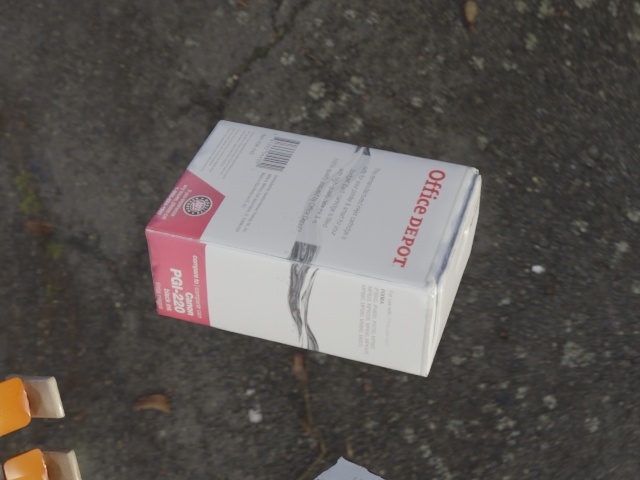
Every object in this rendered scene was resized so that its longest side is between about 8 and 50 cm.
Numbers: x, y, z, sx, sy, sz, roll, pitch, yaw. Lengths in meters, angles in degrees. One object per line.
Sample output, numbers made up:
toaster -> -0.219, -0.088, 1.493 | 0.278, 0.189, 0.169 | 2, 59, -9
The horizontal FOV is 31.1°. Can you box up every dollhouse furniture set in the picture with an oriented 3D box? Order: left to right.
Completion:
dollhouse furniture set -> -0.331, 0.264, 1.027 | 0.135, 0.262, 0.259 | -5, 99, 46

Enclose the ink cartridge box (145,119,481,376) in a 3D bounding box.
ink cartridge box -> 0.000, 0.000, 0.876 | 0.218, 0.158, 0.092 | 11, 130, 14

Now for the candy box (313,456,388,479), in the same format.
candy box -> 0.061, 0.372, 1.445 | 0.196, 0.165, 0.070 | 24, 116, 25
